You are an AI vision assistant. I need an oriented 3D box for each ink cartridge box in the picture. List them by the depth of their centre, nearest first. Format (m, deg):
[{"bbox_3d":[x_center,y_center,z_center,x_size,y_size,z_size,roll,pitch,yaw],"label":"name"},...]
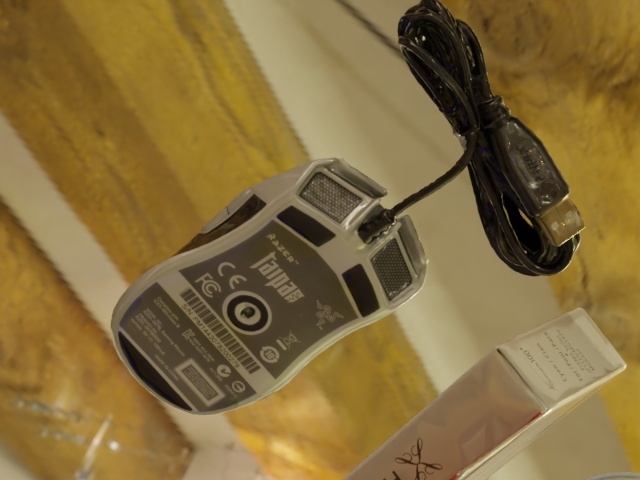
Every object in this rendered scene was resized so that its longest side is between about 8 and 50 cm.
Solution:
[{"bbox_3d":[0.057,0.182,1.103,0.066,0.261,0.296,53,-56,14],"label":"ink cartridge box"}]

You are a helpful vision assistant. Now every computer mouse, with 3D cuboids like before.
[{"bbox_3d":[0.000,0.000,0.555,0.193,0.042,0.106,-31,-72,28],"label":"computer mouse"}]

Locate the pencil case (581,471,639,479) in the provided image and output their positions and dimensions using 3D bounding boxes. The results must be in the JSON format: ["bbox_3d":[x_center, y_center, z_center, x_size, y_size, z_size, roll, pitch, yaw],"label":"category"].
[{"bbox_3d":[0.193,0.279,0.917,0.113,0.124,0.273,18,-69,47],"label":"pencil case"}]
